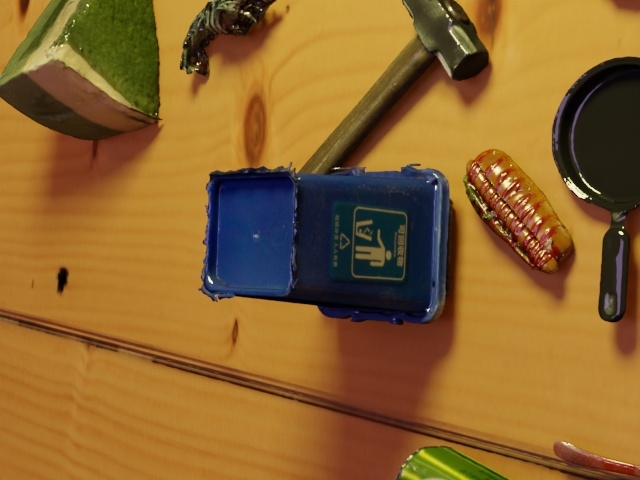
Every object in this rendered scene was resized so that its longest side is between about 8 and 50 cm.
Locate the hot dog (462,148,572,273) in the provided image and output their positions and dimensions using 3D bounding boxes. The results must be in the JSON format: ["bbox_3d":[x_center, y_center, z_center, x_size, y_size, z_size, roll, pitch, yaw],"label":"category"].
[{"bbox_3d":[0.183,-0.027,1.080,0.062,0.038,0.144,-49,57,28],"label":"hot dog"}]

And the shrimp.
[{"bbox_3d":[-0.121,-0.264,1.353,0.174,0.082,0.076,-32,70,44],"label":"shrimp"}]

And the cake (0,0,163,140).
[{"bbox_3d":[-0.315,-0.288,1.475,0.158,0.172,0.283,-10,78,40],"label":"cake"}]

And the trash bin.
[{"bbox_3d":[0.000,0.000,1.111,0.184,0.235,0.162,0,87,40],"label":"trash bin"}]

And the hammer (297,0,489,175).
[{"bbox_3d":[0.034,-0.112,1.230,0.365,0.043,0.111,-48,59,32],"label":"hammer"}]

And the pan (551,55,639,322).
[{"bbox_3d":[0.265,-0.044,1.014,0.136,0.028,0.235,0,83,43],"label":"pan"}]

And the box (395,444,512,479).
[{"bbox_3d":[0.199,0.302,0.978,0.346,0.097,0.134,24,102,48],"label":"box"}]

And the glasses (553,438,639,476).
[{"bbox_3d":[0.249,0.244,0.893,0.268,0.234,0.118,-8,107,54],"label":"glasses"}]
